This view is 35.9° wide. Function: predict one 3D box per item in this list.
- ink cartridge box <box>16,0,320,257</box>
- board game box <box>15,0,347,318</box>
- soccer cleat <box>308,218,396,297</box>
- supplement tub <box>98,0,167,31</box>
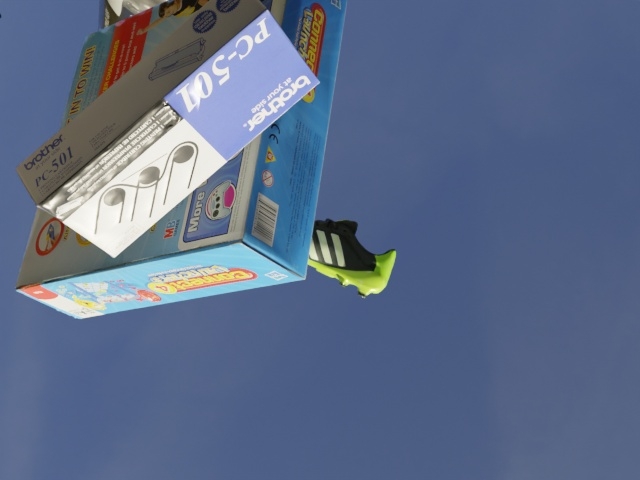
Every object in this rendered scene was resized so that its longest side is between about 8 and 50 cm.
[{"bbox_3d":[-0.107,-0.084,0.715,0.207,0.097,0.046,-40,-123,2],"label":"ink cartridge box"},{"bbox_3d":[-0.134,-0.095,0.956,0.302,0.086,0.308,-11,-121,37],"label":"board game box"},{"bbox_3d":[0.000,0.000,1.124,0.178,0.060,0.072,27,-93,0],"label":"soccer cleat"},{"bbox_3d":[-0.210,-0.345,1.406,0.207,0.338,0.207,4,-110,-12],"label":"supplement tub"}]
